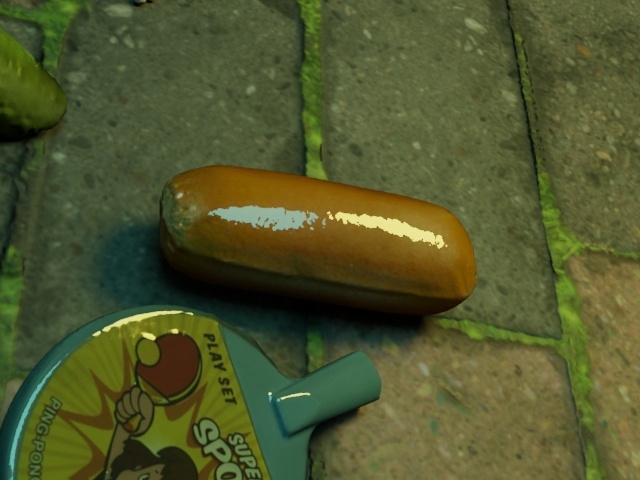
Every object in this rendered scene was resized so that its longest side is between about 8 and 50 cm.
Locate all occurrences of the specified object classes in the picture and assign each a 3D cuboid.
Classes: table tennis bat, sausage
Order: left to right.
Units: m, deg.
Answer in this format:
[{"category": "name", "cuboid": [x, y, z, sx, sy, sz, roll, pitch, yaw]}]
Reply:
[{"category": "table tennis bat", "cuboid": [-0.076, 0.142, 0.802, 0.329, 0.044, 0.215, -16, 87, -44]}, {"category": "sausage", "cuboid": [0.000, 0.001, 0.948, 0.274, 0.105, 0.105, 9, 51, -18]}]

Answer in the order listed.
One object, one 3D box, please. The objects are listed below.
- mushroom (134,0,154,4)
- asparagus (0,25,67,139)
[{"category": "mushroom", "cuboid": [-0.188, -0.390, 1.120, 0.236, 0.173, 0.162, 40, 46, 9]}, {"category": "asparagus", "cuboid": [-0.342, -0.179, 0.841, 0.382, 0.128, 0.108, 43, 33, -57]}]
